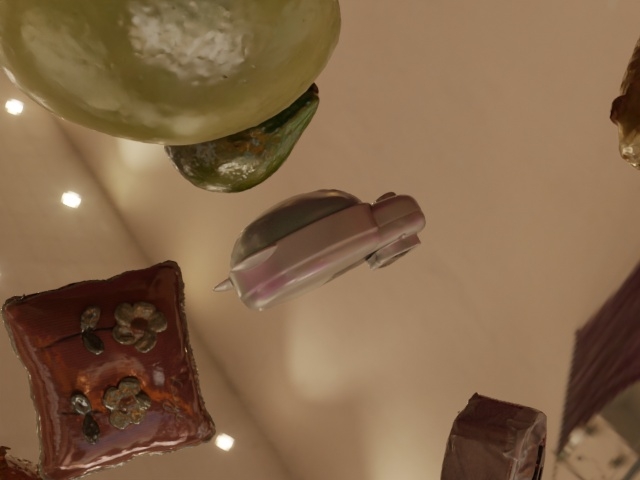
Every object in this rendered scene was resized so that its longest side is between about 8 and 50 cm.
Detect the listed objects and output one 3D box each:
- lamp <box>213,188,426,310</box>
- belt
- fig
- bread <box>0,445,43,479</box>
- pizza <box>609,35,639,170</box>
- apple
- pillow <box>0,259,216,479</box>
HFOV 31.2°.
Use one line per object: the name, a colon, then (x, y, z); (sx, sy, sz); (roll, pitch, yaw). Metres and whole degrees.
lamp: (0.000, -0.003, 1.283); (0.246, 0.179, 0.108); (-19, -95, -20)
belt: (0.243, 0.316, 1.559); (0.124, 0.200, 0.128); (11, 179, 31)
fig: (-0.074, -0.116, 1.143); (0.123, 0.156, 0.123); (39, -144, -36)
bread: (-0.415, 0.430, 1.370); (0.204, 0.337, 0.358); (13, -118, -27)
pizza: (0.256, -0.107, 0.677); (0.161, 0.182, 0.062); (25, 154, 44)
apple: (-0.114, -0.214, 0.818); (0.292, 0.292, 0.254); (38, 172, 18)
pillow: (-0.189, 0.120, 1.047); (0.171, 0.179, 0.075); (-13, -174, -22)
